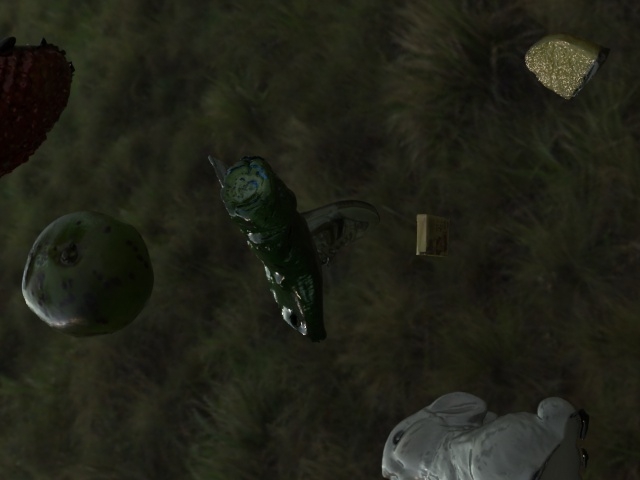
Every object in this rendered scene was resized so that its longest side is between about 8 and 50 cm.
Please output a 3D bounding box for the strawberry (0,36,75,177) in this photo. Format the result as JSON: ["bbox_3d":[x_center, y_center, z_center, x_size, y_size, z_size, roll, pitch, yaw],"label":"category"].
[{"bbox_3d":[-0.471,-0.189,1.418,0.306,0.138,0.233,-36,-21,-26],"label":"strawberry"}]

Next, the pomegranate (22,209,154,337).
[{"bbox_3d":[-0.367,0.064,1.546,0.211,0.263,0.211,-4,69,11],"label":"pomegranate"}]

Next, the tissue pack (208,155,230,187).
[{"bbox_3d":[-0.169,-0.099,1.966,0.026,0.193,0.123,-30,70,10],"label":"tissue pack"}]

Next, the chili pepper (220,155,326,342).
[{"bbox_3d":[-0.033,0.010,0.863,0.061,0.224,0.098,-26,50,-1],"label":"chili pepper"}]

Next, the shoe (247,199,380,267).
[{"bbox_3d":[0.000,0.000,1.800,0.098,0.274,0.103,65,155,18],"label":"shoe"}]

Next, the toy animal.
[{"bbox_3d":[0.274,0.366,1.624,0.357,0.194,0.258,13,72,47],"label":"toy animal"}]

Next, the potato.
[{"bbox_3d":[0.368,-0.281,1.429,0.096,0.103,0.066,-53,7,45],"label":"potato"}]

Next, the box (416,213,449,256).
[{"bbox_3d":[0.205,-0.008,1.712,0.020,0.149,0.073,0,89,24],"label":"box"}]
